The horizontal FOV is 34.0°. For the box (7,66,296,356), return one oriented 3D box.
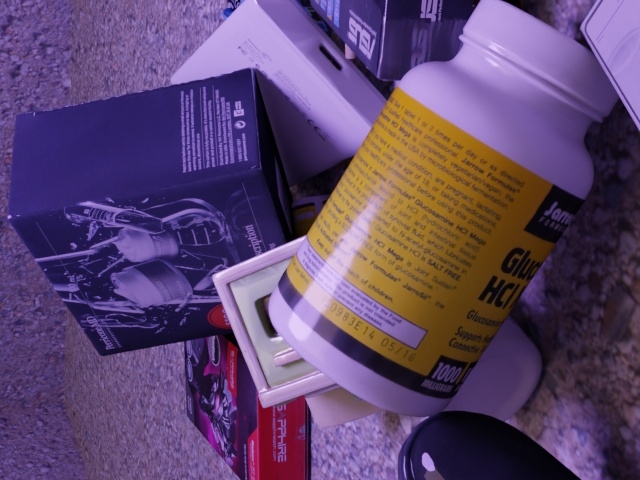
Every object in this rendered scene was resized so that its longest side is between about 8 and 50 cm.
[{"bbox_3d":[-0.199,-0.024,1.396,0.343,0.313,0.178,73,-172,-53],"label":"box"}]

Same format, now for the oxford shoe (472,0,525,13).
[{"bbox_3d":[0.167,-0.170,1.004,0.076,0.076,0.212,-20,77,60],"label":"oxford shoe"}]

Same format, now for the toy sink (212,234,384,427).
[{"bbox_3d":[-0.002,0.115,1.247,0.153,0.131,0.234,-22,89,24],"label":"toy sink"}]

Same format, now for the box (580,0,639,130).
[{"bbox_3d":[0.304,-0.097,0.695,0.169,0.087,0.289,117,139,-52],"label":"box"}]

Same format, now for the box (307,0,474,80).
[{"bbox_3d":[0.065,-0.367,1.062,0.395,0.097,0.318,-115,25,-62],"label":"box"}]

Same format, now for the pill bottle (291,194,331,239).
[{"bbox_3d":[0.000,0.000,1.425,0.065,0.065,0.116,154,108,-65],"label":"pill bottle"}]

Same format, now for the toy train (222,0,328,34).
[{"bbox_3d":[-0.065,-0.305,1.442,0.184,0.105,0.080,60,144,41],"label":"toy train"}]

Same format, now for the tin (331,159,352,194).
[{"bbox_3d":[0.057,-0.009,1.334,0.106,0.040,0.189,171,92,-70],"label":"tin"}]

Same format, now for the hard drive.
[{"bbox_3d":[-0.059,-0.187,1.381,0.233,0.047,0.353,46,157,-11],"label":"hard drive"}]

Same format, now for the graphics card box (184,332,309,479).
[{"bbox_3d":[-0.132,0.249,1.753,0.371,0.094,0.232,-150,56,-62],"label":"graphics card box"}]

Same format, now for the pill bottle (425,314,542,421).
[{"bbox_3d":[0.119,0.084,1.101,0.229,0.131,0.131,-124,36,-47],"label":"pill bottle"}]

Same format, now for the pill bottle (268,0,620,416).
[{"bbox_3d":[0.112,-0.030,0.905,0.333,0.188,0.188,-59,36,12],"label":"pill bottle"}]

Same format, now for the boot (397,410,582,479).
[{"bbox_3d":[0.259,0.188,0.728,0.367,0.146,0.445,47,148,15],"label":"boot"}]

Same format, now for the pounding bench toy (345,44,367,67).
[{"bbox_3d":[0.054,-0.235,1.221,0.065,0.083,0.052,-132,41,-51],"label":"pounding bench toy"}]
